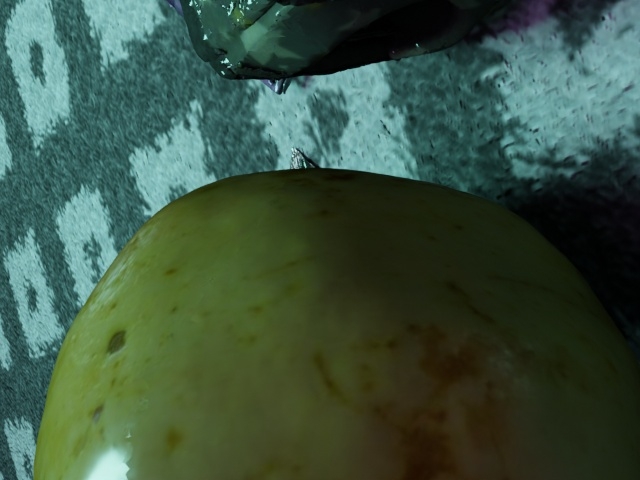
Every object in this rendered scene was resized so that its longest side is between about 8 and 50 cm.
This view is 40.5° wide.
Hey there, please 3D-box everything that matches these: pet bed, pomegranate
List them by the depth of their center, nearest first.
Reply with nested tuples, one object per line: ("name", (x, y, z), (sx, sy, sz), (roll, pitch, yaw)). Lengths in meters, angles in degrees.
("pet bed", (0.018, -0.203, 0.447), (0.159, 0.183, 0.211), (-15, 88, 60))
("pomegranate", (0.023, 0.126, 0.465), (0.342, 0.342, 0.342), (21, 118, 48))

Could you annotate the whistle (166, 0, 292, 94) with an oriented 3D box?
("whistle", (-0.075, -0.170, 0.698), (0.176, 0.033, 0.033), (43, 133, 35))

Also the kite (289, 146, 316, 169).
("kite", (0.000, 0.000, 0.678), (0.139, 0.011, 0.156), (-19, 86, 56))
